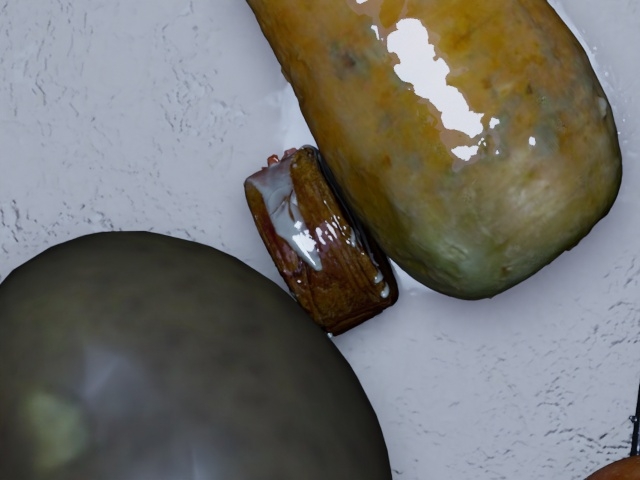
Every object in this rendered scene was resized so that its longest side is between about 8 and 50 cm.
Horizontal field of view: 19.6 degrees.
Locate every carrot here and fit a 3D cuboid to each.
[{"bbox_3d":[0.086,-0.129,1.462,0.224,0.224,0.341,-35,95,4],"label":"carrot"}]

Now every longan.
[{"bbox_3d":[-0.115,0.192,1.403,0.336,0.404,0.405,-19,90,18],"label":"longan"}]

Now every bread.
[{"bbox_3d":[0.000,0.000,1.512,0.073,0.160,0.160,-32,89,8],"label":"bread"}]

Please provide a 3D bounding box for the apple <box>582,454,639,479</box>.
[{"bbox_3d":[0.282,0.259,1.484,0.201,0.201,0.162,38,57,3],"label":"apple"}]

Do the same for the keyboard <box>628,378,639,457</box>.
[{"bbox_3d":[0.320,0.063,1.555,0.100,0.018,0.310,7,91,3],"label":"keyboard"}]
